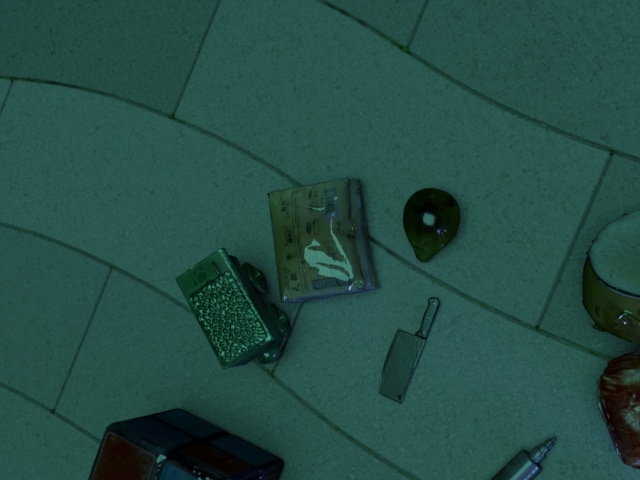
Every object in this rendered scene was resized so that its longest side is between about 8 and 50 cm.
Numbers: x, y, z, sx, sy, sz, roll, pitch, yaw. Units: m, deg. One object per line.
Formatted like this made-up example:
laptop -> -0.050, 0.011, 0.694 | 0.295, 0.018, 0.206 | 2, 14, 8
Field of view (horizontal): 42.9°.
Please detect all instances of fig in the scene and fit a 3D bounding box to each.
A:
fig -> 0.236, -0.026, 1.747 | 0.123, 0.123, 0.156 | 12, 127, 19

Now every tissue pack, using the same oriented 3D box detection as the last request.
tissue pack -> 0.000, 0.000, 1.805 | 0.215, 0.123, 0.257 | -10, 81, 20

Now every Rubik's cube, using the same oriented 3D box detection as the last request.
Rubik's cube -> -0.309, 0.572, 1.755 | 0.318, 0.316, 0.313 | 21, 91, 18

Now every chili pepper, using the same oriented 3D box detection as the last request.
chili pepper -> 0.695, 0.314, 1.513 | 0.305, 0.229, 0.251 | -9, 111, 30

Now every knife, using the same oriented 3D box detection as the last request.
knife -> 0.189, 0.230, 1.773 | 0.072, 0.019, 0.245 | 23, 94, 20

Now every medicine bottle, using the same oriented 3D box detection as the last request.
medicine bottle -> 0.406, 0.468, 1.656 | 0.057, 0.057, 0.199 | 46, 100, 17

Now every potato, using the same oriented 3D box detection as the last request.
potato -> 0.643, 0.083, 1.552 | 0.299, 0.196, 0.246 | -13, 44, -4

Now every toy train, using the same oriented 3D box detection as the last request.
toy train -> -0.179, 0.154, 1.809 | 0.145, 0.202, 0.266 | -34, 76, 11
